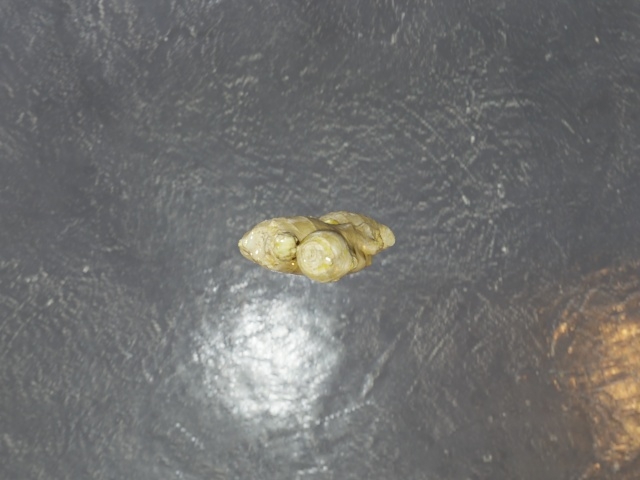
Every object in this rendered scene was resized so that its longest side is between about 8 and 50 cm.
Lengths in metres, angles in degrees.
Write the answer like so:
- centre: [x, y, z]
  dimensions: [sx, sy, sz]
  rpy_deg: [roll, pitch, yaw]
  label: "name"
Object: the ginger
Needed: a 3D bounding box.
- centre: [0.000, 0.000, 0.692]
  dimensions: [0.193, 0.176, 0.053]
  rpy_deg: [6, 101, 52]
  label: "ginger"
